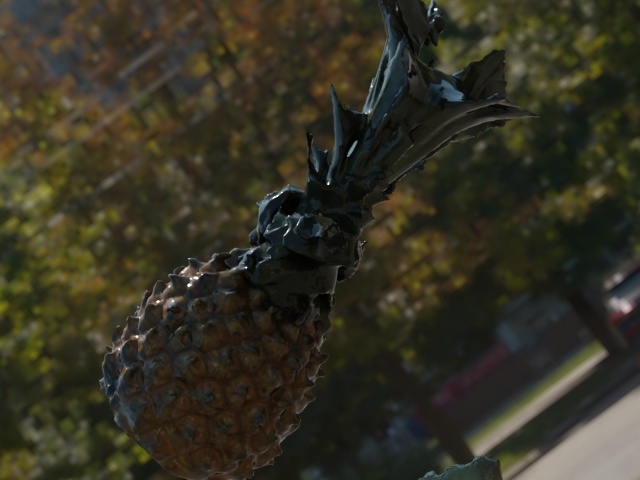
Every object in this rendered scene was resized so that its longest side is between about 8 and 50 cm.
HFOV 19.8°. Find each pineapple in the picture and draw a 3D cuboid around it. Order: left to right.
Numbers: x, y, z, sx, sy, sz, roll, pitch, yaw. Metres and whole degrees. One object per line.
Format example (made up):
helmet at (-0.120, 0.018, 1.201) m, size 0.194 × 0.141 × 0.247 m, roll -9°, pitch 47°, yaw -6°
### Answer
pineapple at (0.000, 0.000, 0.980) m, size 0.130 × 0.119 × 0.277 m, roll 21°, pitch -70°, yaw -50°

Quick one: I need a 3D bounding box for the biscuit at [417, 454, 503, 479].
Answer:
biscuit at (-0.006, 0.199, 0.888) m, size 0.231 × 0.139 × 0.016 m, roll -20°, pitch -26°, yaw 22°
